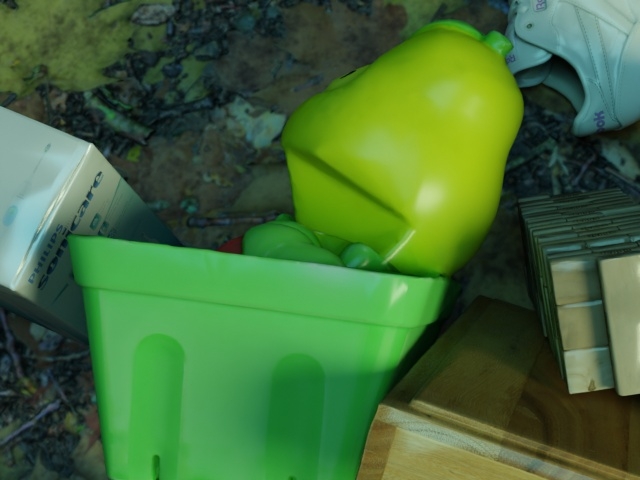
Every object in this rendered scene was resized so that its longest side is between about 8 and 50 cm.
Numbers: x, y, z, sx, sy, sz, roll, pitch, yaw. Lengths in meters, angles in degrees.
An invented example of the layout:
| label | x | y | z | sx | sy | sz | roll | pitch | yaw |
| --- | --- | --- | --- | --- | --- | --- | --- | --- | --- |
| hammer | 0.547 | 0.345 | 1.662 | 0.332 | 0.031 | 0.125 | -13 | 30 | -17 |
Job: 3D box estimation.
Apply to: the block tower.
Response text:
| label | x | y | z | sx | sy | sz | roll | pitch | yaw |
| --- | --- | --- | --- | --- | --- | --- | --- | --- | --- |
| block tower | 0.206 | 0.025 | 0.905 | 0.091 | 0.335 | 0.097 | -8 | 97 | 6 |

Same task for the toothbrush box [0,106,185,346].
| label | x | y | z | sx | sy | sz | roll | pitch | yaw |
| --- | --- | --- | --- | --- | --- | --- | --- | --- | --- |
| toothbrush box | -0.260 | -0.016 | 1.005 | 0.216 | 0.295 | 0.126 | 23 | 77 | 13 |

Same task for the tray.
| label | x | y | z | sx | sy | sz | roll | pitch | yaw |
| --- | --- | --- | --- | --- | --- | --- | --- | --- | --- |
| tray | 0.170 | 0.127 | 0.844 | 0.203 | 0.411 | 0.076 | 17 | 101 | 13 |

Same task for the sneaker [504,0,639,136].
| label | x | y | z | sx | sy | sz | roll | pitch | yaw |
| --- | --- | --- | --- | --- | --- | --- | --- | --- | --- |
| sneaker | 0.211 | -0.232 | 1.100 | 0.152 | 0.114 | 0.305 | -28 | 71 | -3 |

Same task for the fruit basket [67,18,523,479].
| label | x | y | z | sx | sy | sz | roll | pitch | yaw |
| --- | --- | --- | --- | --- | --- | --- | --- | --- | --- |
| fruit basket | 0.000 | 0.000 | 0.926 | 0.283 | 0.392 | 0.392 | 7 | 74 | 10 |
